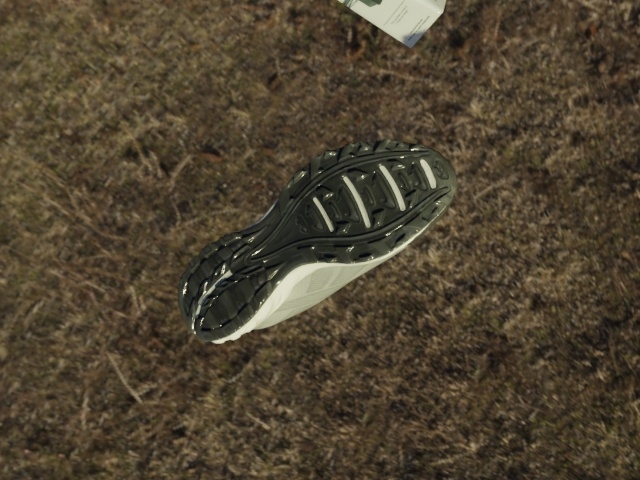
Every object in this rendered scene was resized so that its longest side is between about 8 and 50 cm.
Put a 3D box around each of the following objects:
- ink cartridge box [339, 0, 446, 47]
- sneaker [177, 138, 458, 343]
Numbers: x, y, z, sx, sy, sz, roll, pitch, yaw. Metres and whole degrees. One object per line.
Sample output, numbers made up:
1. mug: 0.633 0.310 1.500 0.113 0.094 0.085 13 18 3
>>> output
1. ink cartridge box: 0.088 -0.411 1.218 0.087 0.208 0.153 -45 20 47
2. sneaker: 0.000 0.000 0.713 0.271 0.108 0.100 -31 74 23
